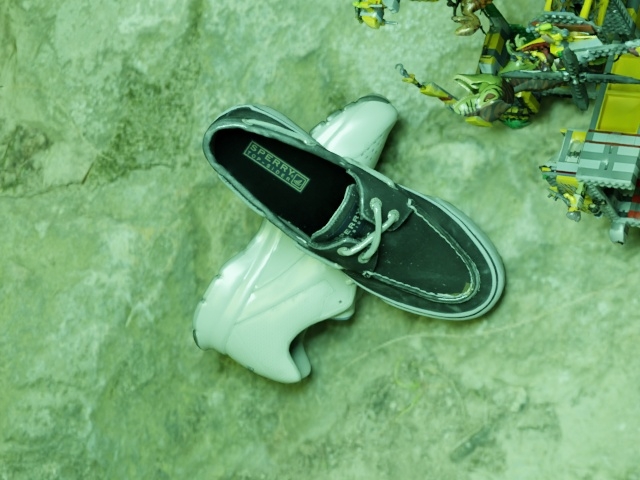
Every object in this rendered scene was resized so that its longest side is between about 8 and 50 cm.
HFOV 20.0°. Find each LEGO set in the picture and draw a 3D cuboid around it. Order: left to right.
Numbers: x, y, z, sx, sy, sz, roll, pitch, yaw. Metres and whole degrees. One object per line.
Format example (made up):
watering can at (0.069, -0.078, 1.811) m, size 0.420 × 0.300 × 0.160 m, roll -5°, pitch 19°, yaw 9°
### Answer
LEGO set at (0.167, -0.124, 1.466) m, size 0.254 × 0.331 × 0.192 m, roll 10°, pitch 73°, yaw 22°

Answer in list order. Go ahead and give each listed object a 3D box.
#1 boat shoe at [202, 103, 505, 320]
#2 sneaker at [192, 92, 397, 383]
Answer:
boat shoe at (0.028, -0.021, 1.604) m, size 0.301 × 0.102 × 0.108 m, roll 35°, pitch 100°, yaw 0°
sneaker at (0.000, 0.000, 1.713) m, size 0.129 × 0.111 × 0.297 m, roll 32°, pitch 104°, yaw 12°
